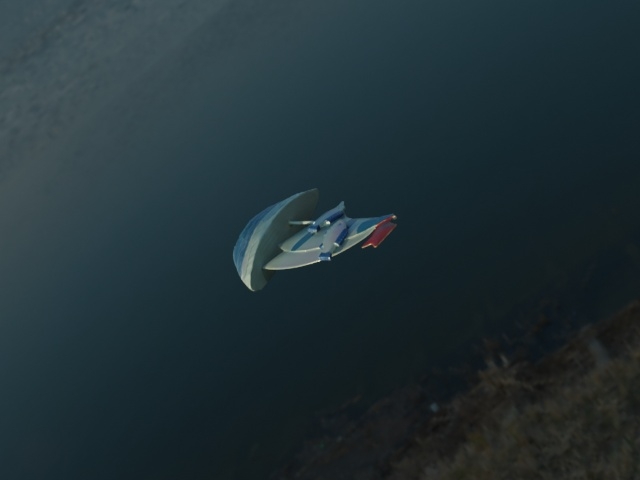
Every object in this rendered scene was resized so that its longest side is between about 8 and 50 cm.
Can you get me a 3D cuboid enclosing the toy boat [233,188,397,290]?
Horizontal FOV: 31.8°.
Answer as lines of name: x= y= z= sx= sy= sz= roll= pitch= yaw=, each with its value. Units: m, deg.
toy boat: x=-0.011 y=0.006 z=0.860 sx=0.105 sy=0.034 sz=0.149 roll=-42 pitch=35 yaw=-15
